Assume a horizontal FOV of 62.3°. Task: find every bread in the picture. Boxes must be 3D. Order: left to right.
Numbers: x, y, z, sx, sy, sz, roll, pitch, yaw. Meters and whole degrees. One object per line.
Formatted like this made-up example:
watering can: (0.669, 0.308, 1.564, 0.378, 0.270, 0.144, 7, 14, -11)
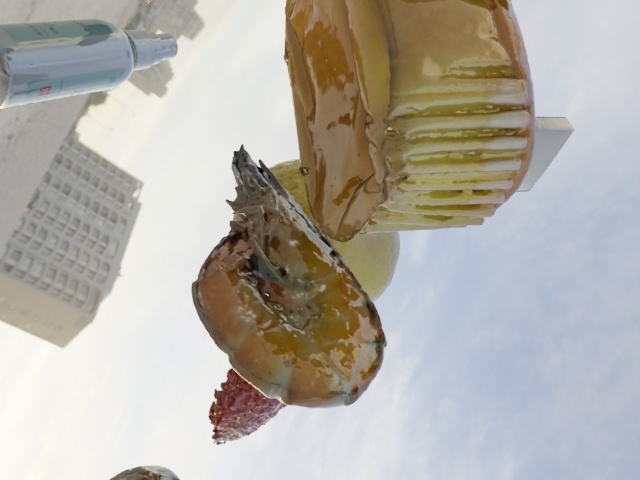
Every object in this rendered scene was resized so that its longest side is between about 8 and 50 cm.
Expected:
bread: (0.073, -0.143, 0.464, 0.204, 0.156, 0.288, 132, -50, -63)

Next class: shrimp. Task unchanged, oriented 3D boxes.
shrimp: (-0.054, 0.021, 0.513, 0.317, 0.164, 0.062, 61, -43, 32)

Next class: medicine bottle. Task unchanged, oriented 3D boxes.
medicine bottle: (-0.371, -0.297, 0.852, 0.110, 0.110, 0.352, -28, -174, 38)

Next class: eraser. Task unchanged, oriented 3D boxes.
eraser: (0.190, -0.092, 0.592, 0.104, 0.150, 0.023, 107, -24, -52)

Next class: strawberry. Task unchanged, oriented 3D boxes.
strawberry: (-0.104, 0.315, 1.149, 0.137, 0.233, 0.307, 13, -102, 36)

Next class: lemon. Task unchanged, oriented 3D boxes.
lemon: (-0.002, -0.001, 0.768, 0.236, 0.263, 0.236, 6, -82, 47)

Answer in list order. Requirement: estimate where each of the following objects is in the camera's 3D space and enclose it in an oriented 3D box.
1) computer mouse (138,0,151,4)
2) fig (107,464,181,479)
computer mouse: (-0.279, -0.442, 0.828, 0.102, 0.045, 0.199, -45, -119, 10)
fig: (-0.325, 0.489, 0.915, 0.181, 0.181, 0.191, 31, -77, 61)
